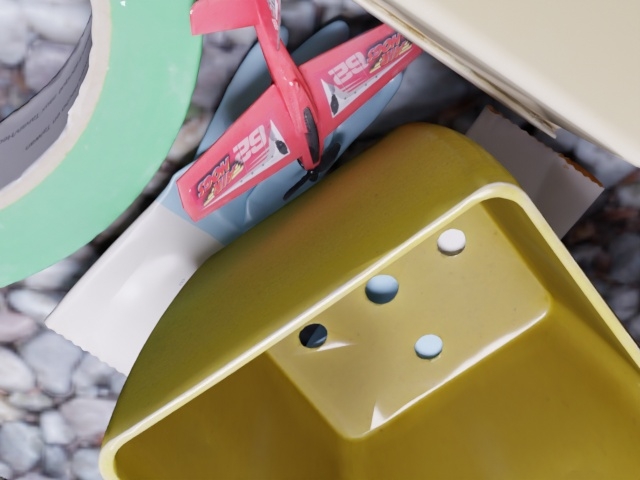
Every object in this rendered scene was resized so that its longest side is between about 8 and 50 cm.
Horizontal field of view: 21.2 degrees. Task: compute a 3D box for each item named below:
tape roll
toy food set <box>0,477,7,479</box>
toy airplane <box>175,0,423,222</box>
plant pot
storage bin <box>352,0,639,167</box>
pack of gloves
[{"bbox_3d":[-0.213,-0.117,0.779,0.321,0.077,0.321,-2,124,-3],"label":"tape roll"},{"bbox_3d":[-0.212,0.180,1.017,0.078,0.019,0.122,22,112,-19],"label":"toy food set"},{"bbox_3d":[-0.019,-0.077,0.796,0.151,0.028,0.151,-29,139,-28],"label":"toy airplane"},{"bbox_3d":[0.040,0.066,0.814,0.212,0.187,0.212,-35,114,10],"label":"plant pot"},{"bbox_3d":[0.090,-0.202,0.681,0.262,0.123,0.260,31,96,-22],"label":"storage bin"},{"bbox_3d":[0.000,0.000,0.907,0.195,0.046,0.232,33,108,-19],"label":"pack of gloves"}]
